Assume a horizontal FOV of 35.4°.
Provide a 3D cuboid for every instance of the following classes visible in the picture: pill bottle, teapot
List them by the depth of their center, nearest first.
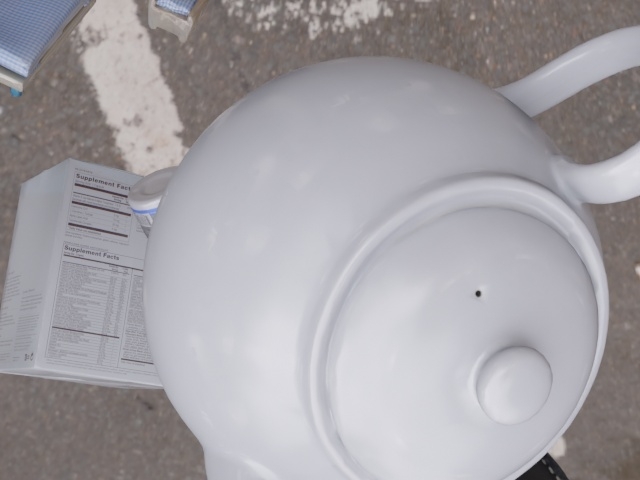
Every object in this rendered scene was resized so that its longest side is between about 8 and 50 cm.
[{"bbox_3d":[0.048,0.031,0.482,0.253,0.187,0.255,-8,107,-23],"label":"teapot"},{"bbox_3d":[-0.159,-0.010,1.157,0.078,0.078,0.137,-13,122,17],"label":"pill bottle"}]

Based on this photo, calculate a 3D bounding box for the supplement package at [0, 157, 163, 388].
[{"bbox_3d":[-0.292,0.054,1.324,0.198,0.262,0.199,14,166,-31],"label":"supplement package"}]

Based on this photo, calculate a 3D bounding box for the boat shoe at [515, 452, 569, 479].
[{"bbox_3d":[0.222,0.302,0.593,0.187,0.500,0.156,14,126,-42],"label":"boat shoe"}]

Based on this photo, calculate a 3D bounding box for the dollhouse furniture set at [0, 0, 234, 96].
[{"bbox_3d":[-0.220,-0.263,0.811,0.287,0.303,0.198,27,144,1],"label":"dollhouse furniture set"}]
